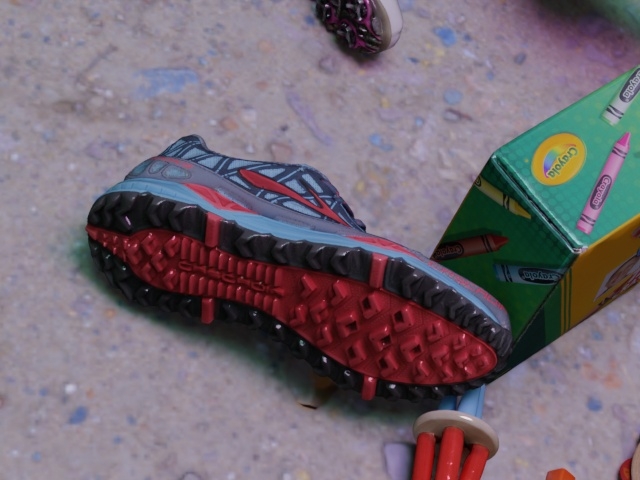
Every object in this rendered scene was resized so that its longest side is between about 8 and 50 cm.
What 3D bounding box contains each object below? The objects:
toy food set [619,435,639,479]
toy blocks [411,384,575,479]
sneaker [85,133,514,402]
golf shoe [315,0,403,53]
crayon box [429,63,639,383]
[{"bbox_3d":[0.227,0.150,1.008,0.082,0.020,0.083,-8,61,-20],"label":"toy food set"},{"bbox_3d":[0.106,0.151,0.953,0.123,0.054,0.148,20,55,-2],"label":"toy blocks"},{"bbox_3d":[0.000,0.000,0.979,0.262,0.104,0.125,22,41,8],"label":"sneaker"},{"bbox_3d":[0.026,-0.213,1.153,0.086,0.067,0.186,-11,62,-24],"label":"golf shoe"},{"bbox_3d":[0.200,-0.038,1.032,0.278,0.165,0.081,-30,71,-29],"label":"crayon box"}]
